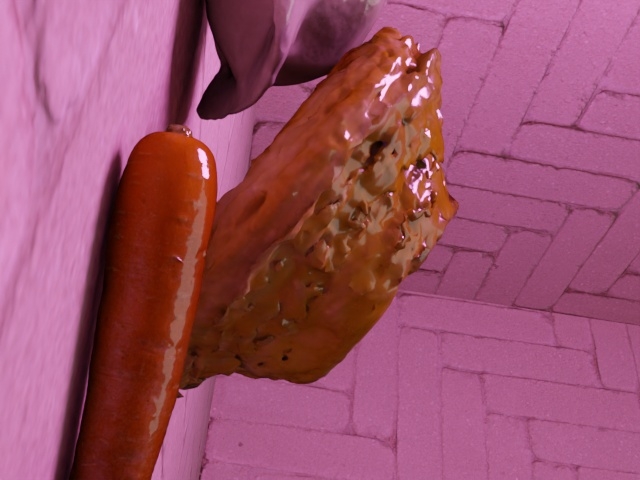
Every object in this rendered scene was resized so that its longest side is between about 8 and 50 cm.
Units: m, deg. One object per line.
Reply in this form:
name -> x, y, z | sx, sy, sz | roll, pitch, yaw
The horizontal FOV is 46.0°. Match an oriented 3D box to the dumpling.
dumpling -> -0.014, -0.192, 0.513 | 0.250, 0.132, 0.162 | -66, -168, -8

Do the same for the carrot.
carrot -> -0.081, 0.072, 0.315 | 0.043, 0.043, 0.247 | 158, -58, -84

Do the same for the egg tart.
egg tart -> 0.000, 0.000, 0.505 | 0.294, 0.123, 0.294 | -54, 180, 1
